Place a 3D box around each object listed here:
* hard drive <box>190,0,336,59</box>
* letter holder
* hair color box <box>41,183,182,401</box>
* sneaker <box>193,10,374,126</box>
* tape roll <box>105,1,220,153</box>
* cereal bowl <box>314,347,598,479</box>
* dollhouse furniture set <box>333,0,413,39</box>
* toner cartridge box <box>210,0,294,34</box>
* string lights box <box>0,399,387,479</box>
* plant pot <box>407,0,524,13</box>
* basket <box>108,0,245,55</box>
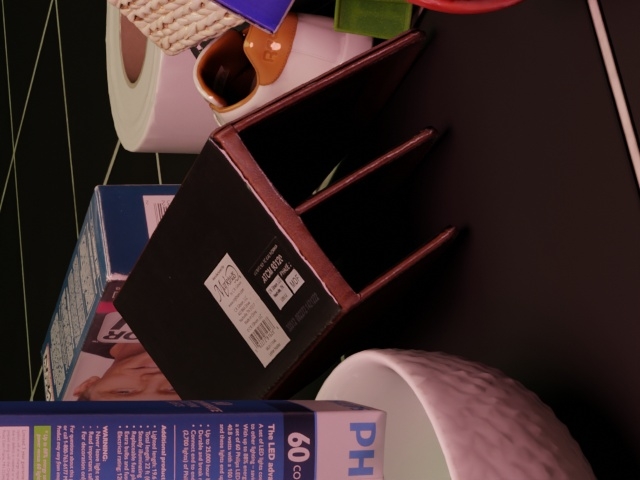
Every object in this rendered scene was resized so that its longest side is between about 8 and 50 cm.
[{"bbox_3d":[-0.125,-0.312,1.521,0.339,0.064,0.237,57,158,0],"label":"hard drive"},{"bbox_3d":[0.000,0.000,1.292,0.152,0.214,0.302,53,150,8],"label":"letter holder"},{"bbox_3d":[-0.165,0.075,1.697,0.347,0.174,0.105,120,145,-56],"label":"hair color box"},{"bbox_3d":[-0.054,-0.125,1.429,0.290,0.123,0.106,133,149,-65],"label":"sneaker"},{"bbox_3d":[-0.149,-0.232,1.778,0.286,0.100,0.286,180,90,-72],"label":"tape roll"},{"bbox_3d":[0.089,0.231,0.985,0.339,0.141,0.339,-179,90,-71],"label":"cereal bowl"},{"bbox_3d":[0.046,-0.214,1.317,0.152,0.058,0.076,-82,-2,-53],"label":"dollhouse furniture set"},{"bbox_3d":[-0.008,-0.323,1.136,0.348,0.075,0.165,-60,35,6],"label":"toner cartridge box"},{"bbox_3d":[-0.097,0.154,0.918,0.077,0.259,0.133,179,93,-71],"label":"string lights box"},{"bbox_3d":[0.090,-0.225,0.928,0.174,0.191,0.191,144,124,-70],"label":"plant pot"},{"bbox_3d":[-0.092,-0.222,1.331,0.113,0.103,0.167,-49,16,-24],"label":"basket"}]
